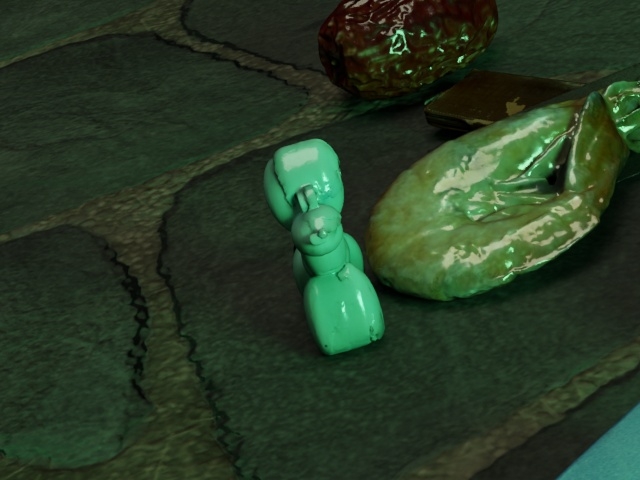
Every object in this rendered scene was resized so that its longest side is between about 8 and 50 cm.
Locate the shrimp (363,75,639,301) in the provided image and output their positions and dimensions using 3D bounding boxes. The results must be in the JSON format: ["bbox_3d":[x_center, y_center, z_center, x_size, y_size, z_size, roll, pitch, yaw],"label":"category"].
[{"bbox_3d":[0.181,-0.045,1.541,0.317,0.077,0.168,-26,41,-7],"label":"shrimp"}]

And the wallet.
[{"bbox_3d":[0.181,-0.114,1.729,0.176,0.026,0.095,12,38,36],"label":"wallet"}]

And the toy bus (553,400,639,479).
[{"bbox_3d":[0.218,0.143,1.085,0.116,0.133,0.234,11,37,44],"label":"toy bus"}]

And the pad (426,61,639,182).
[{"bbox_3d":[0.207,-0.079,1.637,0.211,0.003,0.143,-22,37,-8],"label":"pad"}]

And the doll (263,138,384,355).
[{"bbox_3d":[0.000,0.000,1.463,0.059,0.158,0.159,-16,20,0],"label":"doll"}]

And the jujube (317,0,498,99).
[{"bbox_3d":[0.085,-0.197,1.856,0.176,0.109,0.112,-24,61,-22],"label":"jujube"}]
